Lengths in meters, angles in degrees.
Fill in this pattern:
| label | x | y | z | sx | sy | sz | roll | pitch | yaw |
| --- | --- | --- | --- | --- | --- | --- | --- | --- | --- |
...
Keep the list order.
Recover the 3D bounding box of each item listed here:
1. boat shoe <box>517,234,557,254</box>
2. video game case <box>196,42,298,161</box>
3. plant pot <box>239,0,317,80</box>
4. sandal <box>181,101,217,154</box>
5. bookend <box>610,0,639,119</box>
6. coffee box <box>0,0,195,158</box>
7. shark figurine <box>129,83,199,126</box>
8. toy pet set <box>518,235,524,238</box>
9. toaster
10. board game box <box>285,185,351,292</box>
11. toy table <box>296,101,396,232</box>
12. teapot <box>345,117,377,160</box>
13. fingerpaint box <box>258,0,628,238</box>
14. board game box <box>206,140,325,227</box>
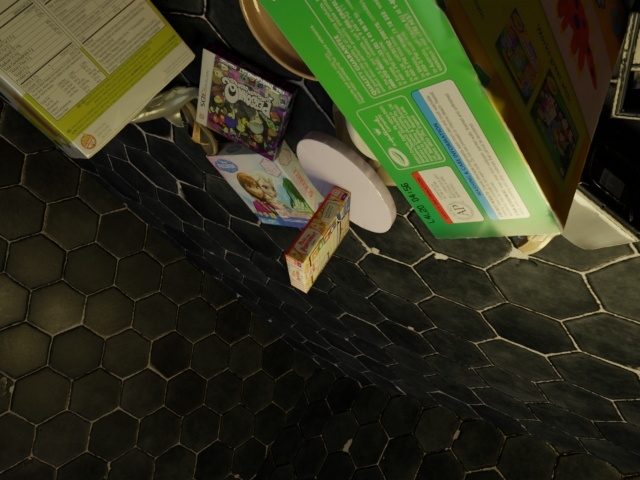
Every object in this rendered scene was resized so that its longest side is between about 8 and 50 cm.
| label | x | y | z | sx | sy | sz | roll | pitch | yaw |
| --- | --- | --- | --- | --- | --- | --- | --- | --- | --- |
| boat shoe | 0.456 | -0.030 | 0.964 | 0.059 | 0.063 | 0.170 | 34 | 147 | 3 |
| video game case | -0.184 | -0.324 | 1.125 | 0.232 | 0.042 | 0.210 | 28 | 139 | 2 |
| plant pot | -0.011 | -0.396 | 0.776 | 0.237 | 0.110 | 0.237 | 27 | 156 | 13 |
| sandal | -0.367 | -0.326 | 1.371 | 0.072 | 0.049 | 0.180 | -2 | 123 | 50 |
| bookend | 0.459 | -0.225 | 0.571 | 0.157 | 0.072 | 0.156 | 16 | 151 | 31 |
| coffee box | -0.561 | -0.423 | 1.062 | 0.334 | 0.338 | 0.337 | 49 | 161 | -30 |
| shark figurine | -0.395 | -0.368 | 1.300 | 0.278 | 0.166 | 0.116 | -10 | 123 | 20 |
| toy pet set | 0.388 | -0.035 | 1.023 | 0.122 | 0.065 | 0.114 | 23 | 154 | 20 |
| toaster | 0.422 | -0.099 | 0.736 | 0.185 | 0.168 | 0.110 | 35 | 157 | -7 |
| board game box | 0.000 | 0.000 | 1.013 | 0.045 | 0.194 | 0.147 | 27 | 154 | 16 |
| toy table | 0.088 | -0.168 | 1.024 | 0.252 | 0.161 | 0.274 | 6 | 144 | 46 |
| teapot | 0.150 | -0.259 | 0.763 | 0.252 | 0.187 | 0.256 | 14 | 151 | -38 |
| fingerpaint box | 0.138 | -0.284 | 0.485 | 0.163 | 0.371 | 0.445 | -3 | 138 | 50 |
| board game box | -0.150 | -0.165 | 1.432 | 0.318 | 0.066 | 0.318 | 7 | 145 | 44 |
